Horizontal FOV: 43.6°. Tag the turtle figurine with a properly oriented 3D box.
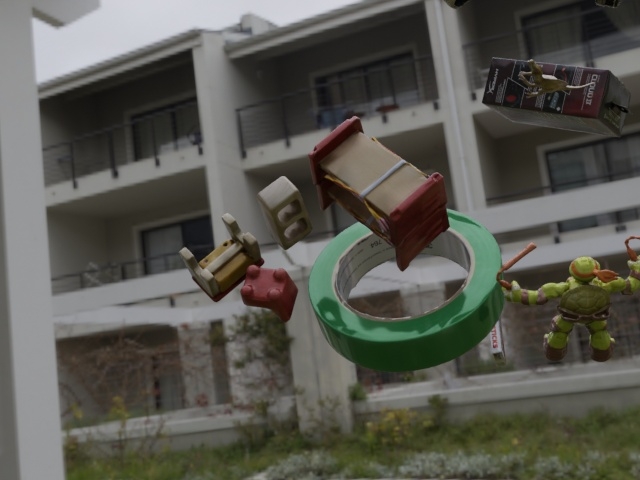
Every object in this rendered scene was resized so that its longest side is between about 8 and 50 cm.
[{"bbox_3d":[0.402,0.093,1.188,0.269,0.087,0.217,-11,-48,3],"label":"turtle figurine"}]

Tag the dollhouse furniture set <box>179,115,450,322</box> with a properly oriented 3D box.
[{"bbox_3d":[0.000,0.000,1.247,0.374,0.201,0.152,-40,-31,-15],"label":"dollhouse furniture set"}]

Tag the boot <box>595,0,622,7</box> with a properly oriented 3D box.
[{"bbox_3d":[0.731,-0.565,1.525,0.284,0.377,0.138,34,-6,19],"label":"boot"}]

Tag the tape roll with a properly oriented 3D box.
[{"bbox_3d":[0.143,0.072,1.336,0.321,0.321,0.077,-9,-51,13],"label":"tape roll"}]

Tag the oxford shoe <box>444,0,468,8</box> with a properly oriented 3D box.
[{"bbox_3d":[0.316,-0.435,1.043,0.397,0.147,0.140,-26,-16,17],"label":"oxford shoe"}]

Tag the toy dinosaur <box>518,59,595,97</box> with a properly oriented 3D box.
[{"bbox_3d":[0.450,-0.306,1.571,0.183,0.053,0.092,9,0,-36],"label":"toy dinosaur"}]

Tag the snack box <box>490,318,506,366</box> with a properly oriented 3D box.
[{"bbox_3d":[0.351,0.160,1.615,0.022,0.178,0.064,-11,-36,17],"label":"snack box"}]

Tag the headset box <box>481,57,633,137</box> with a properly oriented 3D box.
[{"bbox_3d":[0.542,-0.316,1.784,0.293,0.110,0.218,15,4,32],"label":"headset box"}]
